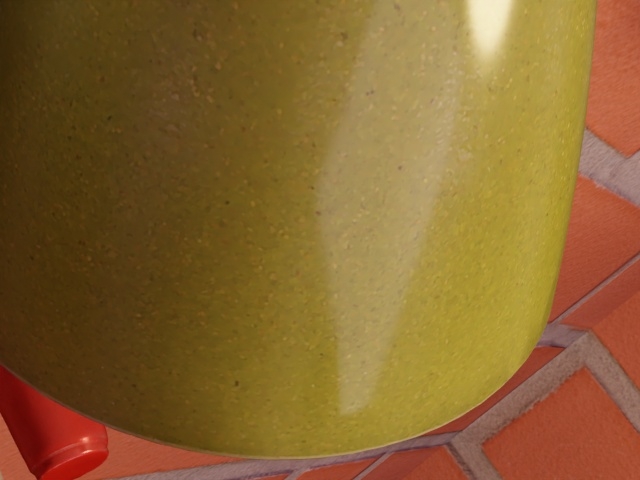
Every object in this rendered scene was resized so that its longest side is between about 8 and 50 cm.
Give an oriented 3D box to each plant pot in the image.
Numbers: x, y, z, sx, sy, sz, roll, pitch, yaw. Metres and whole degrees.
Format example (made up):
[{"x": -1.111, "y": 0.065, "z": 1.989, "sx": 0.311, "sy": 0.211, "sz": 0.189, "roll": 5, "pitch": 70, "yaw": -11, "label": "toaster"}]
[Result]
[{"x": -0.007, "y": -0.120, "z": 0.499, "sx": 0.275, "sy": 0.275, "sz": 0.293, "roll": -23, "pitch": 142, "yaw": -34, "label": "plant pot"}]

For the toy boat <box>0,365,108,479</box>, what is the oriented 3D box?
[{"x": -0.263, "y": 0.132, "z": 0.827, "sx": 0.318, "sy": 0.148, "sz": 0.267, "roll": -35, "pitch": 158, "yaw": 20, "label": "toy boat"}]
